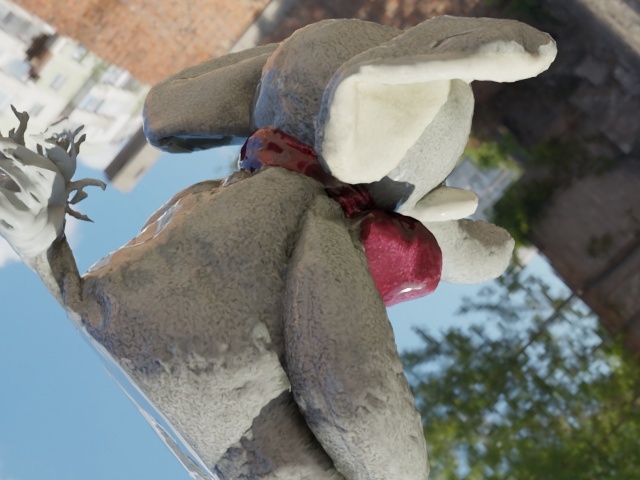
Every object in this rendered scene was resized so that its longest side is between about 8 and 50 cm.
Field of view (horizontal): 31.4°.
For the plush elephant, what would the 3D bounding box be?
[{"bbox_3d":[0.000,0.000,0.611,0.272,0.255,0.330,24,152,57],"label":"plush elephant"}]
